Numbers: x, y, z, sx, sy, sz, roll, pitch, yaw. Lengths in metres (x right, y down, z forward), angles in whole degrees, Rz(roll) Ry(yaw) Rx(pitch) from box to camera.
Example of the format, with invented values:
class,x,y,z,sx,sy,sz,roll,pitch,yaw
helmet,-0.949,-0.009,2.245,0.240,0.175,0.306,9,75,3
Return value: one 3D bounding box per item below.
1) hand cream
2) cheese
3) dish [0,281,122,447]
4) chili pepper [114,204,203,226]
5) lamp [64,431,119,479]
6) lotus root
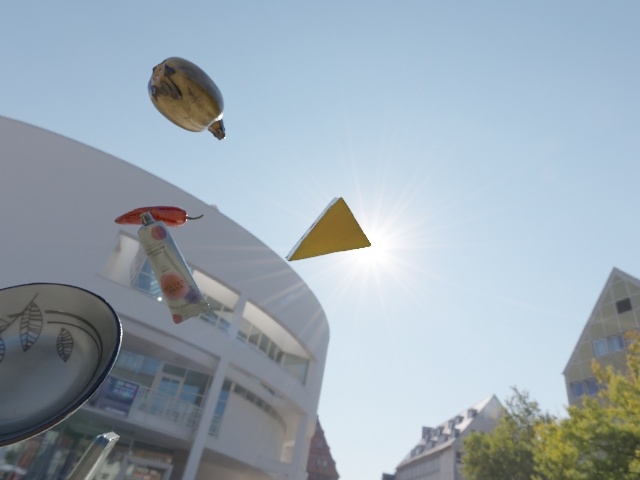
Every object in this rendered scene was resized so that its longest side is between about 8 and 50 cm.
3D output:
class,x,y,z,sx,sy,sz,roll,pitch,yaw
hand cream,-0.451,0.074,1.263,0.124,0.341,0.078,-25,0,9
cheese,0.000,0.000,0.931,0.126,0.171,0.093,59,-7,-10
dish,-0.495,0.213,0.712,0.316,0.316,0.106,12,-54,0
chili pepper,-0.515,-0.077,1.373,0.272,0.071,0.063,-1,8,-19
lamp,-0.631,0.633,1.109,0.047,0.266,0.269,33,-29,-4
lotus root,-0.387,-0.421,1.317,0.182,0.183,0.310,-8,-25,26
